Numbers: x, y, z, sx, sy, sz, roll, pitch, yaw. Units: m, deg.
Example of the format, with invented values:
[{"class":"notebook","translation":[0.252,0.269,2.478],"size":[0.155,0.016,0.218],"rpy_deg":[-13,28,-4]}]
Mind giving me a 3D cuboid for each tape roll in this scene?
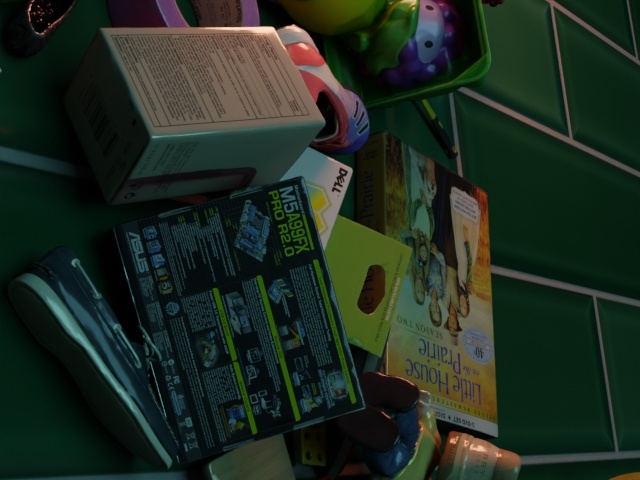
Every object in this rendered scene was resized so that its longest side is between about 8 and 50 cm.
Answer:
[{"class":"tape roll","translation":[-0.166,-0.286,1.279],"size":[0.189,0.080,0.189],"rpy_deg":[24,59,-46]}]

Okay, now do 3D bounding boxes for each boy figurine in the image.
[{"class":"boy figurine","translation":[0.100,0.276,1.330],"size":[0.177,0.092,0.285],"rpy_deg":[-60,153,-27]}]

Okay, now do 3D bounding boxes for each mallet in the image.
[{"class":"mallet","translation":[0.183,-0.207,1.750],"size":[0.190,0.039,0.062],"rpy_deg":[60,37,-25]}]

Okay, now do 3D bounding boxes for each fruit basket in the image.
[{"class":"fruit basket","translation":[0.083,-0.384,1.514],"size":[0.392,0.283,0.392],"rpy_deg":[-11,90,-71]}]

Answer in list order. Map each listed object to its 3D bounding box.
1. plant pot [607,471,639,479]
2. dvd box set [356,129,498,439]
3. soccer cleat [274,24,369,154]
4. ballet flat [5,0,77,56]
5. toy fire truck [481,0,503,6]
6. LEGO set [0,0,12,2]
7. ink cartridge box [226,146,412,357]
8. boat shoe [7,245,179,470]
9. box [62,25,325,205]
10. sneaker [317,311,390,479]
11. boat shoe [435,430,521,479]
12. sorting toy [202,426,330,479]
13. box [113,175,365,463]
[{"class":"plant pot","translation":[0.547,0.585,1.720],"size":[0.366,0.366,0.353],"rpy_deg":[58,28,-21]},{"class":"dvd box set","translation":[0.165,0.077,1.599],"size":[0.307,0.062,0.420],"rpy_deg":[25,58,-46]},{"class":"soccer cleat","translation":[0.000,-0.161,1.366],"size":[0.116,0.108,0.318],"rpy_deg":[68,10,23]},{"class":"ballet flat","translation":[-0.288,-0.264,1.134],"size":[0.057,0.049,0.173],"rpy_deg":[45,45,-35]},{"class":"toy fire truck","translation":[0.288,-0.495,1.901],"size":[0.047,0.192,0.135],"rpy_deg":[40,77,-36]},{"class":"LEGO set","translation":[-0.278,-0.380,0.990],"size":[0.331,0.255,0.192],"rpy_deg":[42,43,-65]},{"class":"ink cartridge box","translation":[0.000,0.000,1.284],"size":[0.255,0.097,0.189],"rpy_deg":[25,52,-7]},{"class":"boat shoe","translation":[-0.215,0.122,1.062],"size":[0.254,0.095,0.079],"rpy_deg":[54,51,-12]},{"class":"box","translation":[-0.139,-0.142,1.149],"size":[0.232,0.127,0.149],"rpy_deg":[-10,63,-40]},{"class":"sneaker","translation":[0.008,0.192,1.351],"size":[0.083,0.118,0.222],"rpy_deg":[7,100,-78]},{"class":"boat shoe","translation":[0.218,0.381,1.417],"size":[0.341,0.110,0.122],"rpy_deg":[79,25,-52]},{"class":"sorting toy","translation":[-0.079,0.299,1.211],"size":[0.274,0.046,0.132],"rpy_deg":[-17,92,-53]},{"class":"box","translation":[-0.089,0.085,1.149],"size":[0.216,0.060,0.270],"rpy_deg":[-16,92,-10]}]
